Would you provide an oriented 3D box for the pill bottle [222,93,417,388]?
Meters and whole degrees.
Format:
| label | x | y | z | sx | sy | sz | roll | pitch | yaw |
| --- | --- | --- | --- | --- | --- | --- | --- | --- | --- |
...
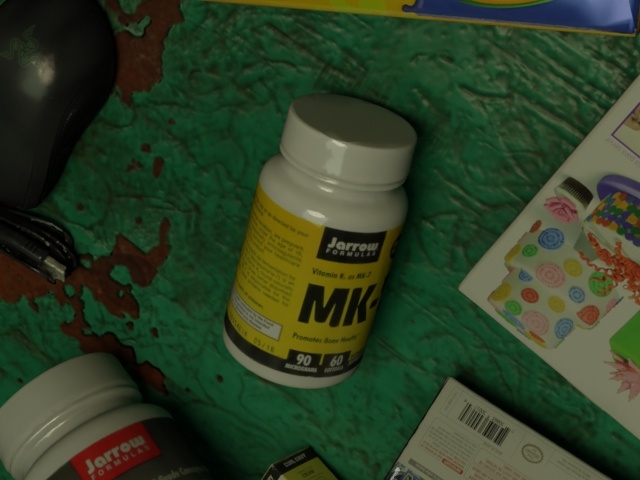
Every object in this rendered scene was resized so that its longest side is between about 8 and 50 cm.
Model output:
| label | x | y | z | sx | sy | sz | roll | pitch | yaw |
| --- | --- | --- | --- | --- | --- | --- | --- | --- | --- |
| pill bottle | 0.000 | 0.000 | 0.895 | 0.119 | 0.119 | 0.209 | 23 | 118 | 15 |

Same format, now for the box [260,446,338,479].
| label | x | y | z | sx | sy | sz | roll | pitch | yaw |
| --- | --- | --- | --- | --- | --- | --- | --- | --- | --- |
| box | 0.030 | 0.295 | 0.999 | 0.232 | 0.058 | 0.087 | 46 | 124 | 21 |

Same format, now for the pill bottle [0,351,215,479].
| label | x | y | z | sx | sy | sz | roll | pitch | yaw |
| --- | --- | --- | --- | --- | --- | --- | --- | --- | --- |
| pill bottle | -0.164 | 0.248 | 1.010 | 0.283 | 0.161 | 0.161 | 52 | 123 | 21 |

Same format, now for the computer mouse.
| label | x | y | z | sx | sy | sz | roll | pitch | yaw |
| --- | --- | --- | --- | --- | --- | --- | --- | --- | --- |
| computer mouse | -0.267 | -0.097 | 1.007 | 0.188 | 0.072 | 0.272 | 35 | 120 | 10 |

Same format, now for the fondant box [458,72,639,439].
| label | x | y | z | sx | sy | sz | roll | pitch | yaw |
| --- | --- | --- | --- | --- | --- | --- | --- | --- | --- |
| fondant box | 0.276 | -0.007 | 0.740 | 0.238 | 0.096 | 0.330 | 40 | 133 | 6 |

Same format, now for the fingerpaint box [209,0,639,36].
| label | x | y | z | sx | sy | sz | roll | pitch | yaw |
| --- | --- | --- | --- | --- | --- | --- | --- | --- | --- |
| fingerpaint box | 0.010 | -0.340 | 0.729 | 0.444 | 0.163 | 0.371 | 10 | 114 | 21 |

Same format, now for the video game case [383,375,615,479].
| label | x | y | z | sx | sy | sz | roll | pitch | yaw |
| --- | --- | --- | --- | --- | --- | --- | --- | --- | --- |
| video game case | 0.144 | 0.256 | 0.903 | 0.232 | 0.042 | 0.210 | 31 | 85 | 17 |
